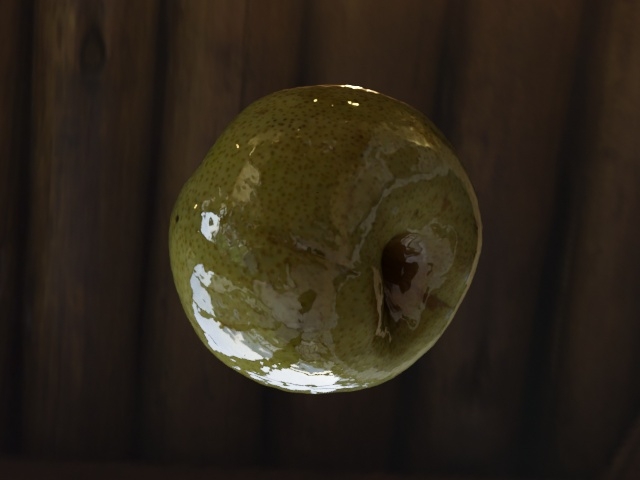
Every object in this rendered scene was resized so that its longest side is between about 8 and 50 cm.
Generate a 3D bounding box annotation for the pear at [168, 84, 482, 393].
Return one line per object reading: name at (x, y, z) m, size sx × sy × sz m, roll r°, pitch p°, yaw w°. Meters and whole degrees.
pear at (0.000, 0.000, 0.988) m, size 0.167 × 0.136 × 0.167 m, roll -30°, pitch -45°, yaw -36°
